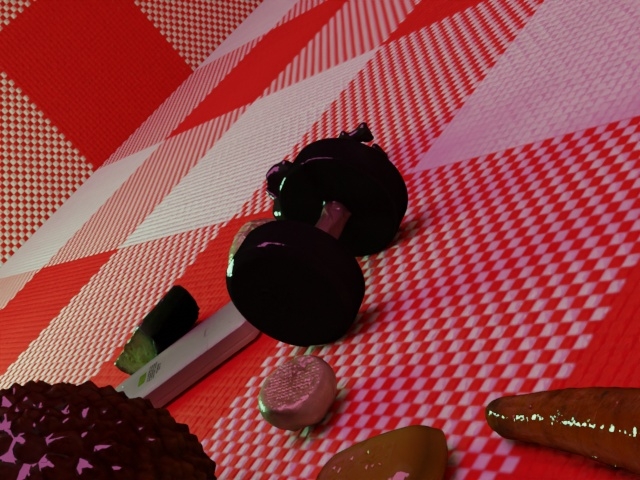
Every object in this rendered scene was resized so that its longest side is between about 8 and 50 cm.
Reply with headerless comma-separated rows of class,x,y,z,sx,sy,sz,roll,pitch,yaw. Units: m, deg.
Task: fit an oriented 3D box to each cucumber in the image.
cucumber,-0.227,0.131,1.469,0.115,0.062,0.116,-56,5,-35

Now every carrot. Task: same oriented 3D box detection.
carrot,0.179,0.128,0.723,0.061,0.061,0.210,-49,17,-21

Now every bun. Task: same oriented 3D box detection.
bun,-0.018,0.157,1.036,0.086,0.055,0.086,-23,33,16
bun,-0.082,0.005,1.466,0.115,0.069,0.115,-34,20,14

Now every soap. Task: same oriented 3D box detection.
soap,0.043,0.195,0.843,0.140,0.045,0.089,-28,19,33

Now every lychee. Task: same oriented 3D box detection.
lychee,-0.231,0.245,0.949,0.267,0.267,0.267,-36,20,15

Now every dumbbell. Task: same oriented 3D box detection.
dumbbell,0.000,0.000,1.195,0.152,0.152,0.218,-25,25,40

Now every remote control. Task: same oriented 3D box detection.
remote control,-0.181,0.161,1.365,0.250,0.034,0.103,-37,19,11

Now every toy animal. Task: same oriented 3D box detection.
toy animal,0.012,-0.079,1.439,0.146,0.114,0.245,-28,0,17
